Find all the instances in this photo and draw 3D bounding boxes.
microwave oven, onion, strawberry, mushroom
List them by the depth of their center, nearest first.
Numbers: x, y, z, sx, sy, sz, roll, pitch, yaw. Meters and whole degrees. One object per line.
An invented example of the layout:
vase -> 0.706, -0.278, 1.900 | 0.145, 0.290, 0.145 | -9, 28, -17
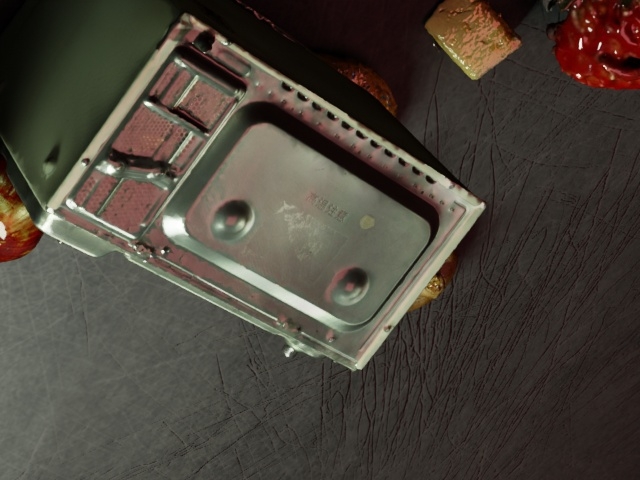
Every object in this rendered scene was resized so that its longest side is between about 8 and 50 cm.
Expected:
microwave oven -> -0.102, -0.086, 1.643 | 0.394, 0.333, 0.247 | 30, 103, -35
onion -> -0.336, -0.028, 1.732 | 0.119, 0.118, 0.117 | -6, 151, -32
strawberry -> 0.388, -0.254, 1.951 | 0.253, 0.150, 0.280 | -43, 152, -20
mushroom -> 0.123, 0.041, 2.173 | 0.126, 0.085, 0.109 | -39, 177, 1

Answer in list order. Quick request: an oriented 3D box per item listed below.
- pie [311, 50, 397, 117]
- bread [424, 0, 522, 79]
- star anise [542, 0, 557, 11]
pie -> -0.027, -0.108, 1.919 | 0.273, 0.069, 0.273 | -24, 140, -22
bread -> 0.169, -0.247, 1.959 | 0.084, 0.080, 0.109 | -42, 106, 9
star anise -> 0.270, -0.339, 1.899 | 0.195, 0.065, 0.182 | 5, 127, -37
